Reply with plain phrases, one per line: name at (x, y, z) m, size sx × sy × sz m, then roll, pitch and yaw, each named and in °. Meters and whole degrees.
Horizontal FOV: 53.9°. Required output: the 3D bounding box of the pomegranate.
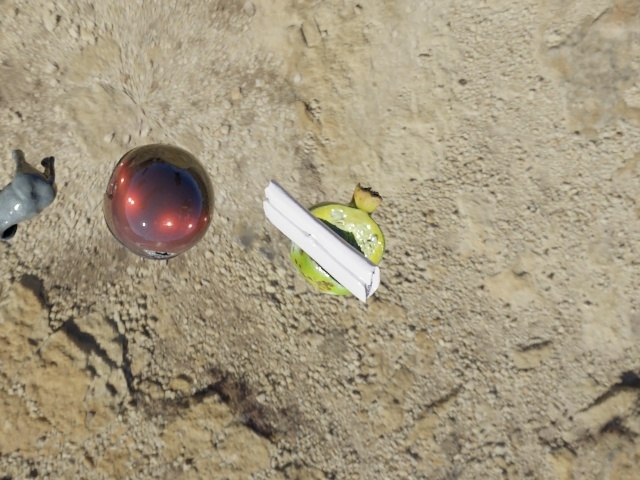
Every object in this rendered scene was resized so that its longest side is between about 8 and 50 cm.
pomegranate at (0.026, -0.003, 0.958) m, size 0.143 × 0.122 × 0.169 m, roll 25°, pitch 78°, yaw -12°

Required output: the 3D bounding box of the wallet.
wallet at (0.000, 0.000, 0.541) m, size 0.122 × 0.061 × 0.025 m, roll 41°, pitch 71°, yaw 19°

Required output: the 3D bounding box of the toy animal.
toy animal at (-0.596, -0.065, 1.171) m, size 0.269 × 0.137 × 0.082 m, roll -40°, pitch 143°, yaw 1°

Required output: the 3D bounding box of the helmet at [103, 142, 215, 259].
helmet at (-0.290, -0.072, 1.154) m, size 0.189 × 0.193 × 0.216 m, roll 6°, pitch 86°, yaw -32°
